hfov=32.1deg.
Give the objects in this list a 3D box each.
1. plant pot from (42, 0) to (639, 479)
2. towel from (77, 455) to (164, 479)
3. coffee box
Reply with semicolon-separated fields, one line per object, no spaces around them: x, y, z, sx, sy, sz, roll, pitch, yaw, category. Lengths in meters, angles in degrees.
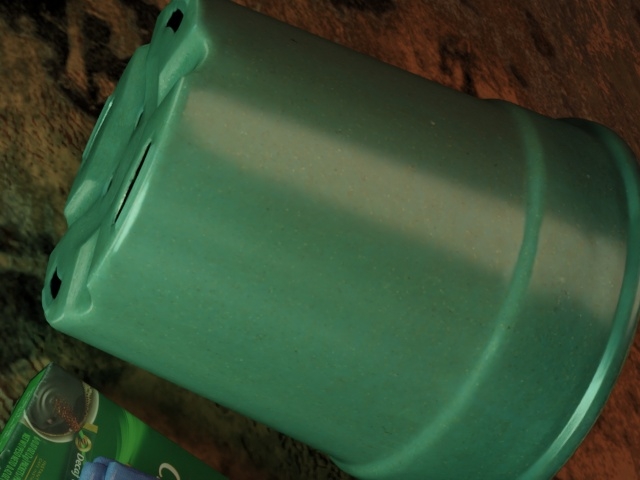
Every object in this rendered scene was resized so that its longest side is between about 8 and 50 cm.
0.000;0.000;0.818;0.334;0.341;0.341;24;47;-22;plant pot
-0.088;0.322;0.665;0.243;0.040;0.336;32;54;-27;towel
-0.136;0.177;0.752;0.184;0.040;0.113;39;41;-17;coffee box
